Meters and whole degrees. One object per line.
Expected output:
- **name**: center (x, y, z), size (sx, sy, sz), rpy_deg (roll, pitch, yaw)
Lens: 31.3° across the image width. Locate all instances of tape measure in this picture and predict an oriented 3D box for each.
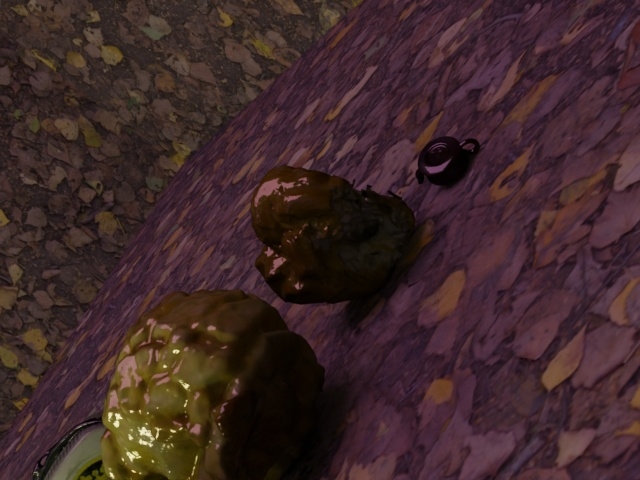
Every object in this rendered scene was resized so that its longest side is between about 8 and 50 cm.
- **tape measure**: center (-0.270, 0.315, 1.572), size (0.235, 0.207, 0.115), rpy_deg (-55, 12, -2)

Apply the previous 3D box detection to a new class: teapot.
- **teapot**: center (0.171, -0.106, 1.543), size (0.100, 0.045, 0.068), rpy_deg (-28, 46, 18)

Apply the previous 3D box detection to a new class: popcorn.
- **popcorn**: center (-0.124, 0.194, 1.355), size (0.237, 0.293, 0.293), rpy_deg (3, 46, 26)

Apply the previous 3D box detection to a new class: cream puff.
- **cream puff**: center (-0.004, -0.001, 1.502), size (0.194, 0.221, 0.195), rpy_deg (-25, 55, 42)
